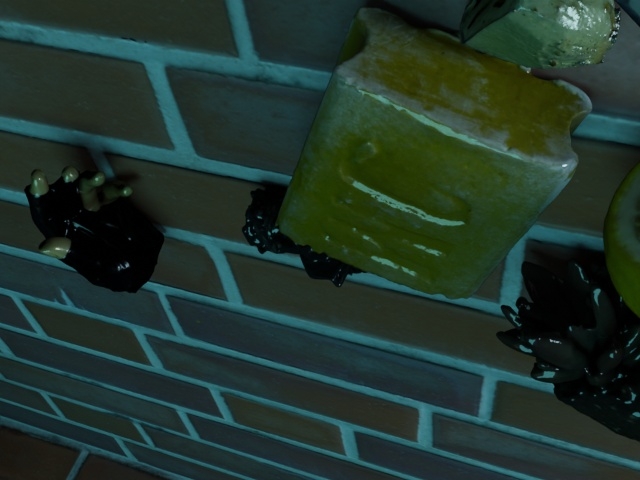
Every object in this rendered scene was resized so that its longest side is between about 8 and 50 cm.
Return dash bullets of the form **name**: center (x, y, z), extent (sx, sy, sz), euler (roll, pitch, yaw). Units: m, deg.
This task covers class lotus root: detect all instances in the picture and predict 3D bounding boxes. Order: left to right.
- **lotus root**: center (0.225, -0.212, 0.838), extent (0.144, 0.070, 0.143), euler (20, 163, -7)

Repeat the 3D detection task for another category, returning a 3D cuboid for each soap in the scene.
- **soap**: center (0.122, -0.090, 1.031), extent (0.294, 0.156, 0.335), euler (24, 146, -2)

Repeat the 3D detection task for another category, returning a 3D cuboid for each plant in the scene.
- **plant**: center (0.398, 0.151, 1.181), extent (0.321, 0.181, 0.194), euler (42, 149, -24)

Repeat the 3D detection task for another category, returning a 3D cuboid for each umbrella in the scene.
- **umbrella**: center (-0.001, 0.000, 1.238), extent (0.273, 0.122, 0.110), euler (20, 108, 35)

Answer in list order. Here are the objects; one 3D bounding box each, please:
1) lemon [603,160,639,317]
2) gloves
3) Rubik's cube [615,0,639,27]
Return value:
- **lemon**: center (0.440, 0.012, 0.900), extent (0.241, 0.240, 0.219), euler (-8, 146, 40)
- **gloves**: center (-0.391, -0.021, 1.418), extent (0.153, 0.197, 0.301), euler (1, 144, 15)
- **Rubik's cube**: center (0.320, -0.270, 0.554), extent (0.238, 0.237, 0.237), euler (35, 147, -18)
